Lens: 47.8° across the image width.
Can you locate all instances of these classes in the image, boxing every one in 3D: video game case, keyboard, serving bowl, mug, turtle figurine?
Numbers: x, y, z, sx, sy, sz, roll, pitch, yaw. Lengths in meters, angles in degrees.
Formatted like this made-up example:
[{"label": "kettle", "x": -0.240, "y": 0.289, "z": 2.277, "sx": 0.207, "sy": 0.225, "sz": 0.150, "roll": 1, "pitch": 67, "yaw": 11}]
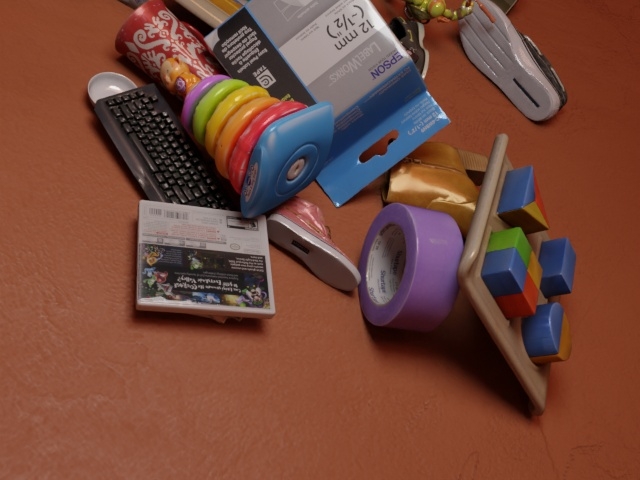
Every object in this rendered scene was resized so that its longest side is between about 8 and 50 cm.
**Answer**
[{"label": "video game case", "x": -0.163, "y": 0.027, "z": 1.023, "sx": 0.191, "sy": 0.022, "sz": 0.173, "roll": 7, "pitch": 53, "yaw": -21}, {"label": "keyboard", "x": -0.194, "y": -0.118, "z": 1.131, "sx": 0.202, "sy": 0.033, "sz": 0.317, "roll": -26, "pitch": 77, "yaw": -39}, {"label": "serving bowl", "x": -0.333, "y": -0.229, "z": 1.159, "sx": 0.083, "sy": 0.027, "sz": 0.083, "roll": 15, "pitch": 55, "yaw": -22}, {"label": "mug", "x": -0.232, "y": -0.317, "z": 1.221, "sx": 0.169, "sy": 0.113, "sz": 0.150, "roll": 43, "pitch": 65, "yaw": 3}, {"label": "turtle figurine", "x": 0.235, "y": -0.523, "z": 1.596, "sx": 0.270, "sy": 0.087, "sz": 0.217, "roll": 8, "pitch": 25, "yaw": -21}]

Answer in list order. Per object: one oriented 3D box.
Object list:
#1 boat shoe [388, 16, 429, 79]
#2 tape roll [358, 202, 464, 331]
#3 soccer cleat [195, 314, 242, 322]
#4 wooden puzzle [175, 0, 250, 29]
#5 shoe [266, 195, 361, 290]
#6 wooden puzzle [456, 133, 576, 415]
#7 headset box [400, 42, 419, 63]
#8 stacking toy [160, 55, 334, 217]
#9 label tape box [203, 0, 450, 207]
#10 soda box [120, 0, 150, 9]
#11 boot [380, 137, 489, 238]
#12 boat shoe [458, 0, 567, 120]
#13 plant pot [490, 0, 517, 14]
[{"label": "boat shoe", "x": 0.180, "y": -0.395, "z": 1.526, "sx": 0.069, "sy": 0.081, "sz": 0.227, "roll": 17, "pitch": 43, "yaw": -15}, {"label": "tape roll", "x": 0.132, "y": 0.041, "z": 1.094, "sx": 0.080, "sy": 0.189, "sz": 0.189, "roll": 10, "pitch": 52, "yaw": -21}, {"label": "soccer cleat", "x": -0.148, "y": 0.100, "z": 1.012, "sx": 0.083, "sy": 0.029, "sz": 0.035, "roll": 2, "pitch": 51, "yaw": -32}, {"label": "wooden puzzle", "x": -0.160, "y": -0.442, "z": 1.360, "sx": 0.221, "sy": 0.044, "sz": 0.238, "roll": 36, "pitch": 28, "yaw": 0}, {"label": "shoe", "x": 0.000, "y": 0.000, "z": 1.140, "sx": 0.178, "sy": 0.063, "sz": 0.081, "roll": 36, "pitch": 45, "yaw": -1}, {"label": "wooden puzzle", "x": 0.332, "y": 0.049, "z": 1.140, "sx": 0.347, "sy": 0.081, "sz": 0.322, "roll": 58, "pitch": 38, "yaw": -30}, {"label": "headset box", "x": 0.023, "y": -0.313, "z": 1.356, "sx": 0.218, "sy": 0.110, "sz": 0.293, "roll": 38, "pitch": 48, "yaw": 2}, {"label": "stacking toy", "x": -0.143, "y": -0.191, "z": 1.097, "sx": 0.302, "sy": 0.175, "sz": 0.166, "roll": 40, "pitch": 45, "yaw": 19}, {"label": "label tape box", "x": 0.016, "y": -0.262, "z": 1.184, "sx": 0.347, "sy": 0.249, "sz": 0.115, "roll": 54, "pitch": 8, "yaw": 1}, {"label": "soda box", "x": -0.298, "y": -0.554, "z": 1.378, "sx": 0.091, "sy": 0.098, "sz": 0.286, "roll": 28, "pitch": 48, "yaw": -6}, {"label": "boot", "x": 0.217, "y": -0.054, "z": 1.286, "sx": 0.211, "sy": 0.104, "sz": 0.295, "roll": 4, "pitch": 56, "yaw": -15}, {"label": "boat shoe", "x": 0.442, "y": -0.419, "z": 1.671, "sx": 0.119, "sy": 0.121, "sz": 0.335, "roll": -26, "pitch": 82, "yaw": -47}, {"label": "plant pot", "x": 0.479, "y": -0.652, "z": 1.863, "sx": 0.109, "sy": 0.109, "sz": 0.096, "roll": 47, "pitch": 36, "yaw": 11}]
